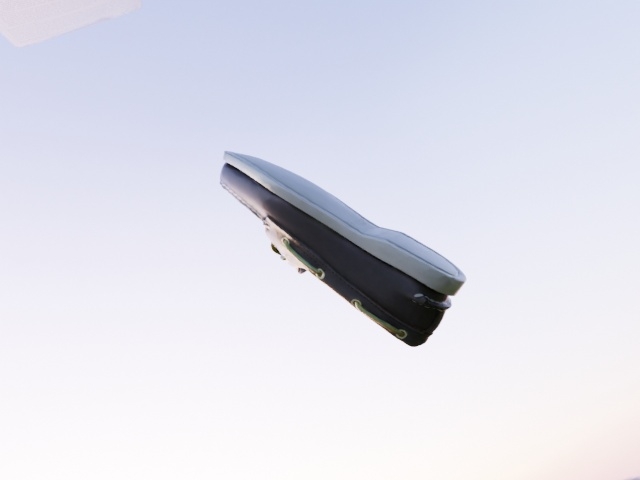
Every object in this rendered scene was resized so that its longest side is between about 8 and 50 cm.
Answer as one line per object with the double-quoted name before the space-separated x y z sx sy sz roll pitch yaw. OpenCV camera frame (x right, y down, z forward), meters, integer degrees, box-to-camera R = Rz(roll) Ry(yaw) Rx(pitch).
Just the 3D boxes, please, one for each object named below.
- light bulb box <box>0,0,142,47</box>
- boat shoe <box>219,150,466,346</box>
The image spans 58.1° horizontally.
"light bulb box" -0.405 -0.484 0.746 0.225 0.361 0.357 -26 -76 -13
"boat shoe" 0.000 0.000 0.464 0.081 0.228 0.068 -8 -54 -63
